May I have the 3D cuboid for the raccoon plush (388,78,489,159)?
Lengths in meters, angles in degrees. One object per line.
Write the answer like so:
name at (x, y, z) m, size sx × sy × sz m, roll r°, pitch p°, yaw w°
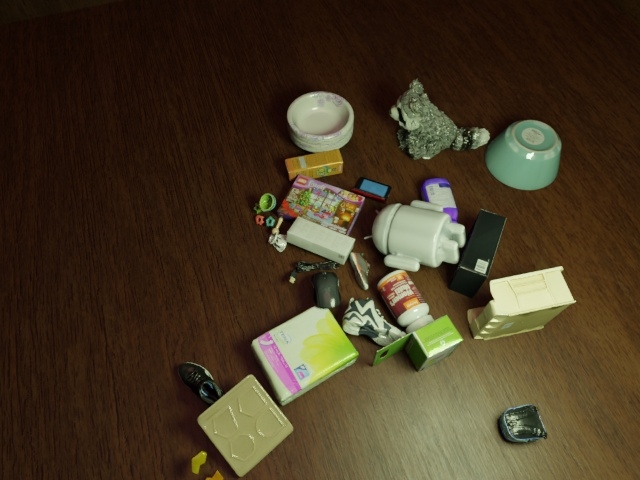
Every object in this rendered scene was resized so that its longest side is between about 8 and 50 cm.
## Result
raccoon plush at (0.504, -0.527, 2.001) m, size 0.447 × 0.299 × 0.216 m, roll -13°, pitch 60°, yaw -7°

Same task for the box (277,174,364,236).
box at (0.004, -0.131, 1.910) m, size 0.294 × 0.057 × 0.200 m, roll 21°, pitch 62°, yaw 12°

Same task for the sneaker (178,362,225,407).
sneaker at (-0.379, 0.451, 1.532) m, size 0.217 × 0.121 × 0.079 m, roll 36°, pitch 65°, yaw 19°

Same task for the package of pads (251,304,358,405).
package of pads at (-0.058, 0.366, 1.592) m, size 0.297 × 0.101 × 0.229 m, roll -26°, pitch 63°, yaw -17°

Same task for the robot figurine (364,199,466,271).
robot figurine at (0.337, -0.021, 1.738) m, size 0.354 × 0.199 × 0.299 m, roll 15°, pitch 59°, yaw 28°

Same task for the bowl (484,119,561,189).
bowl at (0.861, -0.379, 1.992) m, size 0.312 × 0.163 × 0.311 m, roll 0°, pitch 60°, yaw 0°

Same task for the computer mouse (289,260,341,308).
computer mouse at (-0.021, 0.139, 1.694) m, size 0.184 × 0.060 × 0.262 m, roll -2°, pitch 33°, yaw 1°

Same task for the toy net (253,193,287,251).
toy net at (-0.200, -0.061, 1.855) m, size 0.122 × 0.045 × 0.232 m, roll -24°, pitch 71°, yaw 23°

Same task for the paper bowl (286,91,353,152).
paper bowl at (-0.001, -0.495, 2.073) m, size 0.285 × 0.148 × 0.284 m, roll -1°, pitch 60°, yaw 1°

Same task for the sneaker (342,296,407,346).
sneaker at (0.191, 0.266, 1.653) m, size 0.235 × 0.094 × 0.153 m, roll 15°, pitch 44°, yaw -6°

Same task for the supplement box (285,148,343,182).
supplement box at (-0.026, -0.311, 2.006) m, size 0.234 × 0.078 × 0.080 m, roll -14°, pitch 60°, yaw -7°

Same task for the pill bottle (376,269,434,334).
pill bottle at (0.298, 0.221, 1.664) m, size 0.121 × 0.121 × 0.221 m, roll -23°, pitch 62°, yaw -13°

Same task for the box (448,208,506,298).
box at (0.563, 0.049, 1.728) m, size 0.103 × 0.184 × 0.261 m, roll 21°, pitch 62°, yaw 15°

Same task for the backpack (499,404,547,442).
backpack at (0.613, 0.568, 1.478) m, size 0.115 × 0.084 × 0.104 m, roll -5°, pitch 59°, yaw -8°

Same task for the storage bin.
storage bin at (0.644, 0.217, 1.584) m, size 0.261 × 0.262 × 0.123 m, roll -10°, pitch 62°, yaw -6°

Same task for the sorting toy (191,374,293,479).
sorting toy at (-0.265, 0.592, 1.460) m, size 0.307 × 0.041 × 0.229 m, roll -37°, pitch 91°, yaw -19°

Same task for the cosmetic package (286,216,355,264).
cosmetic package at (0.000, 0.000, 1.809) m, size 0.239 × 0.060 × 0.098 m, roll 23°, pitch 50°, yaw 11°

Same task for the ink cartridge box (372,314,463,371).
ink cartridge box at (0.305, 0.361, 1.544) m, size 0.255 × 0.188 × 0.097 m, roll -25°, pitch 64°, yaw -12°

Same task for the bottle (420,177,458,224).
bottle at (0.474, -0.110, 1.875) m, size 0.118 × 0.092 × 0.282 m, roll -5°, pitch 60°, yaw -5°

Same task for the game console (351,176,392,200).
game console at (0.208, -0.213, 1.945) m, size 0.144 × 0.124 × 0.085 m, roll 19°, pitch 88°, yaw 12°

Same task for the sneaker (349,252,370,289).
sneaker at (0.159, 0.106, 1.771) m, size 0.065 × 0.061 × 0.157 m, roll -10°, pitch 61°, yaw -13°
